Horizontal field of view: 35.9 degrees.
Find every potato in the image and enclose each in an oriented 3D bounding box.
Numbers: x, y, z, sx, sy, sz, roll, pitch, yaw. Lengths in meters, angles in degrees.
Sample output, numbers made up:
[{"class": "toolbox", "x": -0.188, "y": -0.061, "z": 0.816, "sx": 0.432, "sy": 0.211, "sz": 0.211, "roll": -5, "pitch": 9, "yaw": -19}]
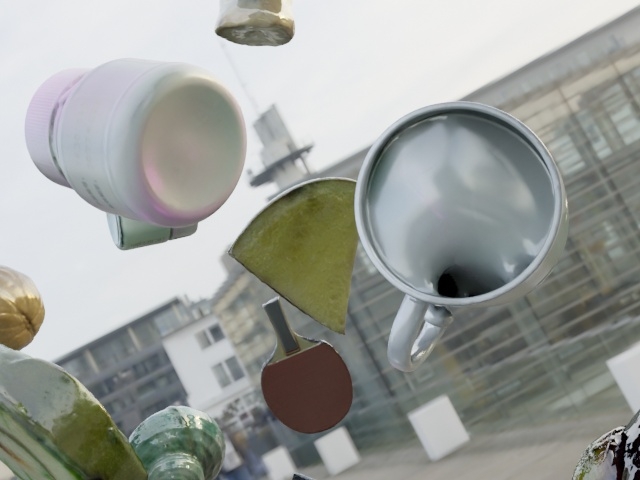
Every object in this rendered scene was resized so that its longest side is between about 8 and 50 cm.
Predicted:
[{"class": "potato", "x": 0.000, "y": 0.000, "z": 1.852, "sx": 0.255, "sy": 0.269, "sz": 0.112, "roll": -53, "pitch": 12, "yaw": -5}]

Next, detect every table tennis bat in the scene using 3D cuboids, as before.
[{"class": "table tennis bat", "x": -0.032, "y": 0.183, "z": 1.443, "sx": 0.130, "sy": 0.221, "sz": 0.019, "roll": -23, "pitch": 15, "yaw": 0}]

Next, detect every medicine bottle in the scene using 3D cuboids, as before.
[{"class": "medicine bottle", "x": -0.349, "y": -0.057, "z": 2.045, "sx": 0.168, "sy": 0.135, "sz": 0.135, "roll": -12, "pitch": -12, "yaw": -21}, {"class": "medicine bottle", "x": -0.288, "y": -0.156, "z": 1.509, "sx": 0.301, "sy": 0.241, "sz": 0.241, "roll": 13, "pitch": 26, "yaw": 42}]

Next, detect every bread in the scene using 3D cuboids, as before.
[{"class": "bread", "x": -0.472, "y": 0.353, "z": 1.750, "sx": 0.129, "sy": 0.366, "sz": 0.382, "roll": -47, "pitch": -15, "yaw": -34}]

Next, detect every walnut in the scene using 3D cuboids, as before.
[{"class": "walnut", "x": -0.753, "y": 0.156, "z": 2.233, "sx": 0.260, "sy": 0.225, "sz": 0.225, "roll": 14, "pitch": 11, "yaw": 22}]

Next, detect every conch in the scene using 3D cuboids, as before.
[{"class": "conch", "x": -0.280, "y": 0.426, "z": 1.907, "sx": 0.195, "sy": 0.221, "sz": 0.277, "roll": 6, "pitch": 16, "yaw": -8}]

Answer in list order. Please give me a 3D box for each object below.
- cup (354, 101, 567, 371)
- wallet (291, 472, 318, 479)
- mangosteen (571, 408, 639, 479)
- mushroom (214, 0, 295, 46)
[{"class": "cup", "x": 0.188, "y": 0.012, "z": 1.345, "sx": 0.357, "sy": 0.259, "sz": 0.274, "roll": -67, "pitch": -19, "yaw": 3}, {"class": "wallet", "x": 0.015, "y": 0.538, "z": 1.528, "sx": 0.041, "sy": 0.323, "sz": 0.247, "roll": -3, "pitch": -1, "yaw": -27}, {"class": "mangosteen", "x": 0.442, "y": 0.326, "z": 1.025, "sx": 0.421, "sy": 0.381, "sz": 0.381, "roll": -21, "pitch": -7, "yaw": -12}, {"class": "mushroom", "x": -0.068, "y": -0.460, "z": 1.247, "sx": 0.315, "sy": 0.315, "sz": 0.356, "roll": -34, "pitch": 32, "yaw": 45}]
